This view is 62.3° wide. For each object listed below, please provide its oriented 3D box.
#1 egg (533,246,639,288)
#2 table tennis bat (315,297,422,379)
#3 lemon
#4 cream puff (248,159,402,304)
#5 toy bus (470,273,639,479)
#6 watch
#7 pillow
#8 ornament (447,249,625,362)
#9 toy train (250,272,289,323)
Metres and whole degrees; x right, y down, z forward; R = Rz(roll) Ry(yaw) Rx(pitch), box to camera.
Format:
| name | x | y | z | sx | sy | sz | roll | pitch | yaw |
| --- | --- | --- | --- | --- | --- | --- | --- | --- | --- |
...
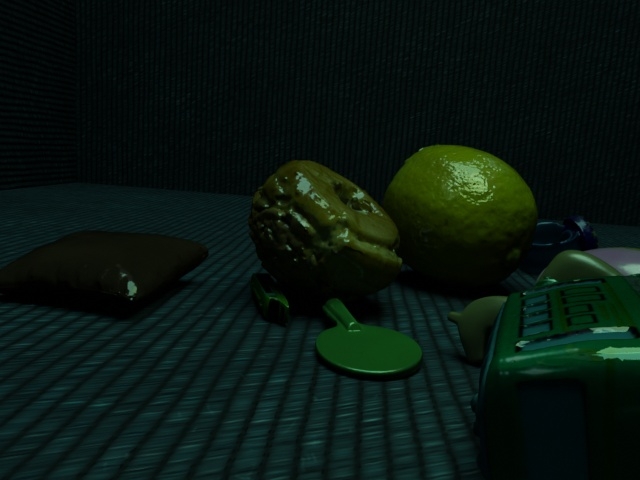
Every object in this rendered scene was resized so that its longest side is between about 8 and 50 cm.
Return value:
| name | x | y | z | sx | sy | sz | roll | pitch | yaw |
| --- | --- | --- | --- | --- | --- | --- | --- | --- | --- |
| egg | 0.467 | 0.105 | 0.826 | 0.271 | 0.196 | 0.196 | 9 | 10 | 38 |
| table tennis bat | 0.059 | 0.153 | 0.841 | 0.160 | 0.039 | 0.257 | 0 | 16 | -18 |
| lemon | 0.350 | -0.043 | 1.265 | 0.364 | 0.364 | 0.364 | 4 | 10 | -1 |
| cream puff | 0.000 | 0.000 | 1.082 | 0.343 | 0.231 | 0.327 | 49 | 21 | 24 |
| toy bus | 0.269 | 0.148 | 0.536 | 0.199 | 0.184 | 0.343 | -5 | 5 | 23 |
| watch | 0.668 | 0.028 | 1.501 | 0.200 | 0.171 | 0.196 | -10 | 11 | 2 |
| pillow | -0.420 | 0.047 | 1.037 | 0.307 | 0.108 | 0.305 | 4 | 14 | 12 |
| ornament | 0.323 | 0.118 | 0.760 | 0.245 | 0.230 | 0.061 | 40 | 10 | 36 |
| toy train | -0.101 | 0.107 | 0.996 | 0.042 | 0.044 | 0.209 | 2 | 10 | -16 |
